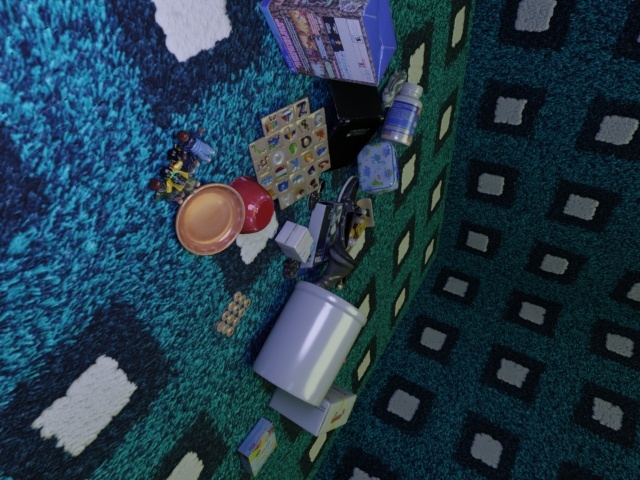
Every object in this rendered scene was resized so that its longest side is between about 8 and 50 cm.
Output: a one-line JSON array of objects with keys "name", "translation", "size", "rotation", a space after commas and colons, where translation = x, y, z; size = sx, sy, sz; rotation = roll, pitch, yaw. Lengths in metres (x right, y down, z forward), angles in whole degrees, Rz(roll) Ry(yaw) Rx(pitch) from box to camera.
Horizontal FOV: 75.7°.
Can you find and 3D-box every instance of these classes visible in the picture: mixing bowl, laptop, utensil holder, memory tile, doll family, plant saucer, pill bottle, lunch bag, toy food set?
[{"name": "mixing bowl", "translation": [-0.201, -0.092, 1.216], "size": [0.181, 0.098, 0.181], "rotation": [-44, 144, -44]}, {"name": "laptop", "translation": [0.060, -0.481, 1.541], "size": [0.408, 0.236, 0.382], "rotation": [-51, 166, 33]}, {"name": "utensil holder", "translation": [-0.042, 0.404, 1.632], "size": [0.385, 0.328, 0.327], "rotation": [-61, 153, -15]}, {"name": "memory tile", "translation": [-0.291, 0.247, 1.384], "size": [0.148, 0.012, 0.113], "rotation": [-61, 153, -17]}, {"name": "doll family", "translation": [-0.322, -0.173, 0.954], "size": [0.111, 0.076, 0.192], "rotation": [34, 73, -60]}, {"name": "plant saucer", "translation": [-0.292, -0.058, 1.085], "size": [0.200, 0.037, 0.199], "rotation": [-24, 128, -36]}, {"name": "pill bottle", "translation": [0.392, -0.596, 1.954], "size": [0.152, 0.152, 0.271], "rotation": [-2, 111, -63]}, {"name": "lunch bag", "translation": [0.256, -0.316, 1.808], "size": [0.090, 0.176, 0.218], "rotation": [12, 73, -63]}, {"name": "toy food set", "translation": [0.178, -0.030, 2.015], "size": [0.306, 0.093, 0.219], "rotation": [-56, 151, -25]}]

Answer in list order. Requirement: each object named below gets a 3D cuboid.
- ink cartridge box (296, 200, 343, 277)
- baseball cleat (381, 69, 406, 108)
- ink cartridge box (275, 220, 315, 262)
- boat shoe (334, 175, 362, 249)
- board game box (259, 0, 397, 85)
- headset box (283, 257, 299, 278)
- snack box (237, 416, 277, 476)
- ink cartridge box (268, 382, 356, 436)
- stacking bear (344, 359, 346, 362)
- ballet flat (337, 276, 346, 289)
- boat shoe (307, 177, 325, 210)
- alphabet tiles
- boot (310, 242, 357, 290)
[{"name": "ink cartridge box", "translation": [0.000, 0.000, 1.723], "size": [0.165, 0.065, 0.332], "rotation": [-16, 123, -60]}, {"name": "baseball cleat", "translation": [0.326, -0.685, 1.878], "size": [0.205, 0.072, 0.109], "rotation": [-54, 166, -25]}, {"name": "ink cartridge box", "translation": [-0.093, 0.001, 1.505], "size": [0.092, 0.090, 0.143], "rotation": [-60, 152, -20]}, {"name": "boat shoe", "translation": [0.127, -0.116, 1.825], "size": [0.339, 0.113, 0.127], "rotation": [-67, 153, -6]}, {"name": "board game box", "translation": [0.029, -0.565, 1.097], "size": [0.141, 0.291, 0.232], "rotation": [-64, 155, -14]}, {"name": "headset box", "translation": [-0.113, 0.105, 1.609], "size": [0.062, 0.032, 0.083], "rotation": [-41, 143, -45]}, {"name": "snack box", "translation": [-0.278, 0.922, 1.839], "size": [0.174, 0.070, 0.207], "rotation": [-47, 148, -40]}, {"name": "ink cartridge box", "translation": [-0.029, 0.768, 1.977], "size": [0.160, 0.279, 0.385], "rotation": [-66, 154, -6]}, {"name": "stacking bear", "translation": [0.075, 0.451, 2.094], "size": [0.175, 0.164, 0.288], "rotation": [72, 28, -82]}, {"name": "ballet flat", "translation": [0.129, 0.174, 2.117], "size": [0.173, 0.049, 0.057], "rotation": [-67, 154, -5]}, {"name": "boat shoe", "translation": [-0.016, -0.176, 1.586], "size": [0.049, 0.042, 0.132], "rotation": [-1, 111, -65]}, {"name": "alphabet tiles", "translation": [-0.087, -0.266, 1.313], "size": [0.285, 0.011, 0.342], "rotation": [-34, 140, -24]}, {"name": "boot", "translation": [0.044, 0.140, 1.737], "size": [0.223, 0.118, 0.338], "rotation": [-41, 160, 0]}]
